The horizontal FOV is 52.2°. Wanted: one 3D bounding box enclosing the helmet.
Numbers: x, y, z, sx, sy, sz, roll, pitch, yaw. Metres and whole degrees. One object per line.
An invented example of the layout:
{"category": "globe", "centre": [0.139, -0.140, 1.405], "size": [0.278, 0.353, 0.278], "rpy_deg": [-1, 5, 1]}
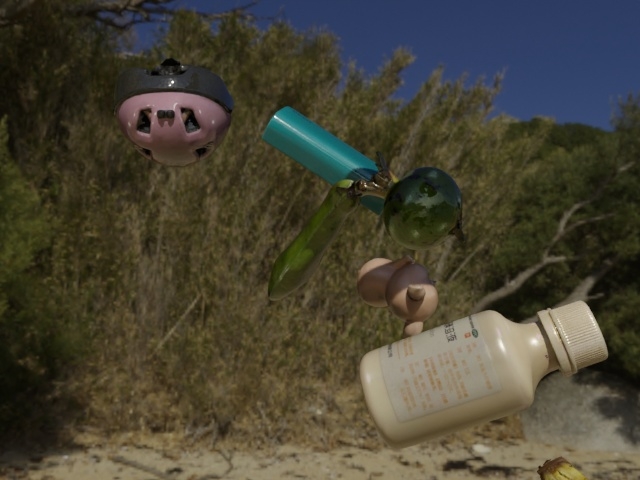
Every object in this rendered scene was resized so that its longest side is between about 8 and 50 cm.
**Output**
{"category": "helmet", "centre": [-0.242, -0.193, 1.091], "size": [0.198, 0.154, 0.253], "rpy_deg": [-3, -17, -7]}

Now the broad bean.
{"category": "broad bean", "centre": [-0.006, -0.006, 0.971], "size": [0.067, 0.075, 0.325], "rpy_deg": [23, -47, -13]}

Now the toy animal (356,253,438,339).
{"category": "toy animal", "centre": [0.101, 0.070, 0.887], "size": [0.083, 0.089, 0.150], "rpy_deg": [49, -16, -32]}

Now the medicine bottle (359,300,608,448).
{"category": "medicine bottle", "centre": [0.175, 0.138, 0.708], "size": [0.252, 0.114, 0.114], "rpy_deg": [-21, -21, 12]}

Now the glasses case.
{"category": "glasses case", "centre": [0.030, -0.179, 1.398], "size": [0.301, 0.117, 0.070], "rpy_deg": [32, -56, 3]}

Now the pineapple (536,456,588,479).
{"category": "pineapple", "centre": [0.395, 0.401, 1.039], "size": [0.069, 0.116, 0.137], "rpy_deg": [-35, -43, 2]}

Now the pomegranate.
{"category": "pomegranate", "centre": [0.165, -0.068, 1.211], "size": [0.220, 0.156, 0.156], "rpy_deg": [26, 4, 40]}
